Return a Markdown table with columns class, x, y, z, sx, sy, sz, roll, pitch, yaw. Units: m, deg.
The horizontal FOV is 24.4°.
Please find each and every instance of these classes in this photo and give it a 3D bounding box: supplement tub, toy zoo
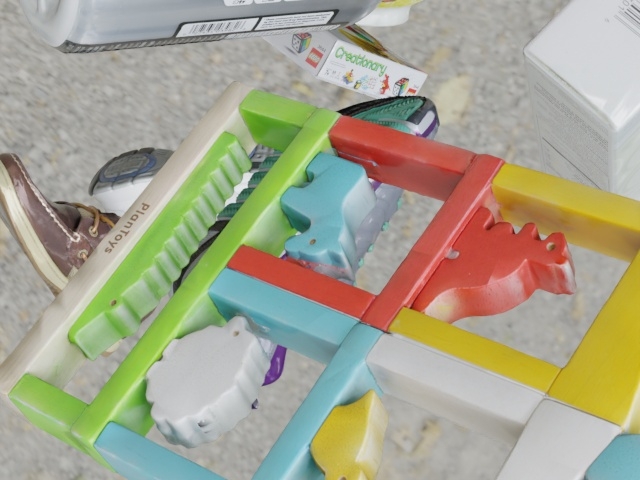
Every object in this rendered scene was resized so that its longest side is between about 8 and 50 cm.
| class | x | y | z | sx | sy | sz | roll | pitch | yaw |
| --- | --- | --- | --- | --- | --- | --- | --- | --- | --- |
| supplement tub | -0.071 | -0.253 | 1.153 | 0.316 | 0.193 | 0.193 | -10 | 112 | -26 |
| toy zoo | 0.022 | 0.042 | 0.605 | 0.192 | 0.293 | 0.030 | -54 | 142 | -22 |

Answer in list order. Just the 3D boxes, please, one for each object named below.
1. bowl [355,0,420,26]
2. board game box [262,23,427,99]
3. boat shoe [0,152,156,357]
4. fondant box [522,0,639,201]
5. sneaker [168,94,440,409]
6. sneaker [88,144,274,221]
| class | x | y | z | sx | sy | sz | roll | pitch | yaw |
| --- | --- | --- | --- | --- | --- | --- | --- | --- | --- |
| bowl | 0.063 | -0.364 | 1.905 | 0.290 | 0.289 | 0.156 | -8 | 114 | -27 |
| board game box | -0.039 | -0.266 | 1.734 | 0.193 | 0.305 | 0.053 | 10 | 115 | -55 |
| boat shoe | -0.300 | 0.001 | 1.827 | 0.123 | 0.123 | 0.342 | -35 | 132 | -9 |
| fondant box | 0.281 | -0.145 | 1.166 | 0.238 | 0.096 | 0.330 | -45 | 163 | -3 |
| sneaker | 0.000 | 0.000 | 0.868 | 0.224 | 0.083 | 0.098 | -41 | 123 | -35 |
| sneaker | -0.143 | -0.063 | 1.890 | 0.297 | 0.111 | 0.129 | -8 | 123 | 21 |
